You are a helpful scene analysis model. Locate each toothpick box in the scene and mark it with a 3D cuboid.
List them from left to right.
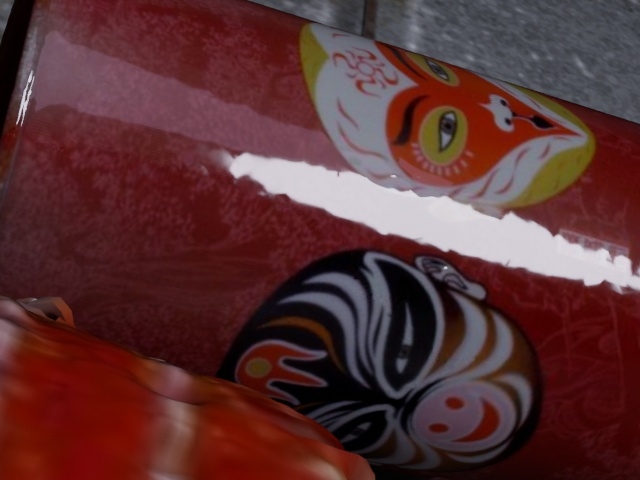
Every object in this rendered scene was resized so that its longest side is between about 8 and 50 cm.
[{"bbox_3d":[0.000,0.000,0.774,0.333,0.204,0.204,16,40,-16],"label":"toothpick box"}]

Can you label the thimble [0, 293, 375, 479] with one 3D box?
[{"bbox_3d":[-0.141,0.161,0.403,0.230,0.350,0.350,21,39,-10],"label":"thimble"}]
